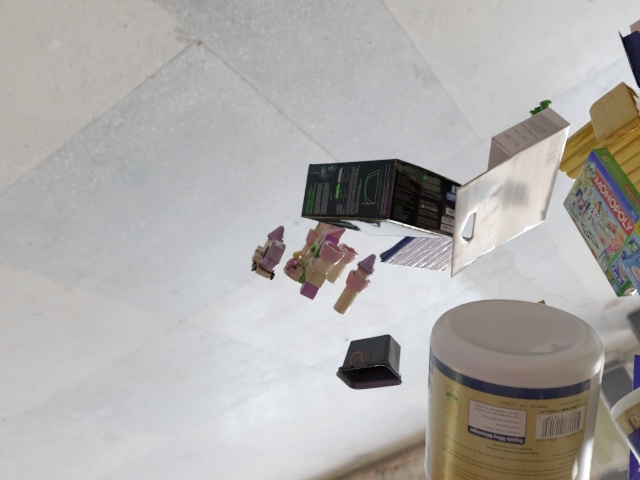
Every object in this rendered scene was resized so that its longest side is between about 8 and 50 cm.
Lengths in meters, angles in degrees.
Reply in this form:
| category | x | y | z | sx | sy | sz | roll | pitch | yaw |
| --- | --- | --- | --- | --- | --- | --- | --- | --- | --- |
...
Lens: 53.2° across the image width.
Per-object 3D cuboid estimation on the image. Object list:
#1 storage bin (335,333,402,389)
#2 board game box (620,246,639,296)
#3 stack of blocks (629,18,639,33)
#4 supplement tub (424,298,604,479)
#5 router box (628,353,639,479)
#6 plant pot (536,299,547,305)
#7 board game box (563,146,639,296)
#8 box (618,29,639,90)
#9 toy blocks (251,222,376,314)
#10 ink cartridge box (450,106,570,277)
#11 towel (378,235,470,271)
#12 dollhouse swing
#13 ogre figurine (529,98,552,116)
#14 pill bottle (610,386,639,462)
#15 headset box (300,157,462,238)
| category | x | y | z | sx | sy | sz | roll | pitch | yaw |
| --- | --- | --- | --- | --- | --- | --- | --- | --- | --- |
| storage bin | 0.108 | 0.256 | 1.379 | 0.135 | 0.091 | 0.098 | -17 | 130 | 33 |
| board game box | 0.665 | 0.059 | 1.180 | 0.212 | 0.160 | 0.039 | -30 | 178 | -28 |
| stack of blocks | 1.055 | -0.658 | 1.832 | 0.171 | 0.087 | 0.297 | 34 | 137 | -24 |
| supplement tub | 0.264 | 0.264 | 0.900 | 0.229 | 0.228 | 0.315 | -6 | 107 | -18 |
| router box | 0.855 | 0.448 | 1.533 | 0.301 | 0.335 | 0.082 | 12 | 171 | -37 |
| plant pot | 0.552 | 0.213 | 1.634 | 0.083 | 0.081 | 0.081 | -22 | 144 | 19 |
| board game box | 0.733 | -0.048 | 1.603 | 0.046 | 0.317 | 0.213 | -8 | 142 | -10 |
| box | 0.676 | -0.338 | 1.317 | 0.037 | 0.136 | 0.225 | -22 | 156 | 35 |
| toy blocks | 0.000 | 0.000 | 1.796 | 0.309 | 0.288 | 0.260 | 27 | 105 | -15 |
| ink cartridge box | 0.348 | -0.086 | 1.259 | 0.261 | 0.066 | 0.296 | -29 | 145 | -12 |
| towel | 0.410 | 0.034 | 2.371 | 0.336 | 0.040 | 0.243 | 9 | 145 | -34 |
| dollhouse swing | 0.816 | -0.175 | 1.668 | 0.347 | 0.315 | 0.305 | 34 | 126 | -9 |
| ogre figurine | 0.601 | -0.285 | 1.747 | 0.097 | 0.118 | 0.197 | -5 | 153 | -27 |
| pill bottle | 0.553 | 0.329 | 0.908 | 0.153 | 0.264 | 0.153 | -16 | 147 | -11 |
| headset box | 0.131 | -0.089 | 1.449 | 0.247 | 0.131 | 0.283 | 13 | 173 | -43 |
